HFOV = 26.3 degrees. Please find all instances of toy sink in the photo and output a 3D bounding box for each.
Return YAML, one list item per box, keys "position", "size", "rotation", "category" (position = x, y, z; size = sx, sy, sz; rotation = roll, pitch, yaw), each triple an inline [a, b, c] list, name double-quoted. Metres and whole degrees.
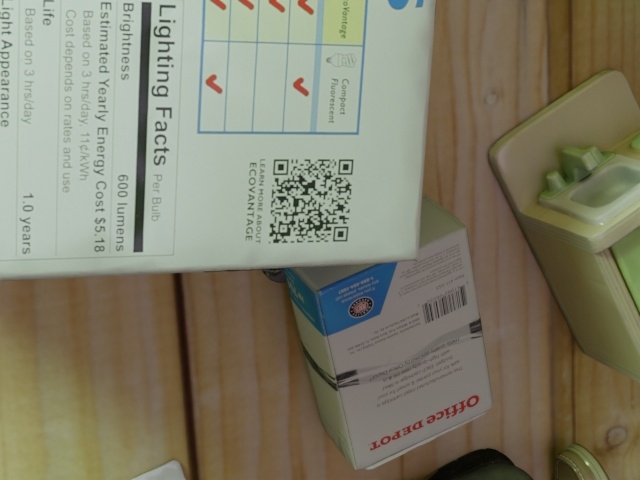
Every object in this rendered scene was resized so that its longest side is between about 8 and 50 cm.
- position: [0.280, -0.013, 1.212]
  size: [0.153, 0.131, 0.234]
  rotation: [-33, 112, -13]
  category: "toy sink"

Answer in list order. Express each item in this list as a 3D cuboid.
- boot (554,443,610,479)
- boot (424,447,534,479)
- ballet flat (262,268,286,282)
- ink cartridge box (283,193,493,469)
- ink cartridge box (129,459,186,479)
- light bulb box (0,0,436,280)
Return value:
- position: [0.201, 0.309, 1.292]
  size: [0.165, 0.077, 0.213]
  rotation: [-14, 108, -17]
  category: "boot"
- position: [0.107, 0.268, 1.192]
  size: [0.246, 0.161, 0.083]
  rotation: [-24, 110, -16]
  category: "boot"
- position: [0.000, 0.000, 1.155]
  size: [0.114, 0.041, 0.041]
  rotation: [-32, 113, -12]
  category: "ballet flat"
- position: [0.058, 0.077, 1.150]
  size: [0.140, 0.082, 0.190]
  rotation: [-23, 125, -17]
  category: "ink cartridge box"
- position: [-0.128, 0.290, 1.155]
  size: [0.104, 0.061, 0.181]
  rotation: [-24, 110, -15]
  category: "ink cartridge box"
- position: [-0.125, -0.167, 0.953]
  size: [0.361, 0.225, 0.358]
  rotation: [-2, 103, -23]
  category: "light bulb box"
